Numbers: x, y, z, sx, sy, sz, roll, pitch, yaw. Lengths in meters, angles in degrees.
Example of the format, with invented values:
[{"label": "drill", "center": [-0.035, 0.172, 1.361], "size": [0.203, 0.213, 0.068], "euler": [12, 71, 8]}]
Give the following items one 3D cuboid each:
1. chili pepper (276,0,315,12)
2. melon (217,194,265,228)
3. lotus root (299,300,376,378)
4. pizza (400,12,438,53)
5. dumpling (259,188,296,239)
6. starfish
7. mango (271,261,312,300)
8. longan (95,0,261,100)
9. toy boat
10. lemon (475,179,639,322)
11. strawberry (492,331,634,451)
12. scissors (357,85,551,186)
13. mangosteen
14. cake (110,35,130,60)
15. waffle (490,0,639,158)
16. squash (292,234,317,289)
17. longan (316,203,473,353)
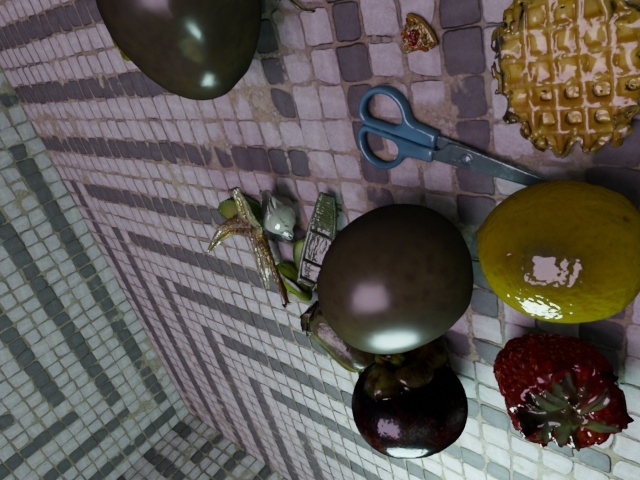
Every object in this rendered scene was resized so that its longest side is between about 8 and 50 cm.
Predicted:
[{"label": "chili pepper", "center": [-0.095, -0.559, 0.991], "size": [0.073, 0.072, 0.203], "euler": [10, 131, 52]}, {"label": "melon", "center": [-0.242, -0.091, 1.557], "size": [0.210, 0.064, 0.118], "euler": [32, 139, 20]}, {"label": "lotus root", "center": [0.076, 0.315, 1.499], "size": [0.309, 0.173, 0.173], "euler": [46, 143, 6]}, {"label": "pizza", "center": [0.177, -0.377, 0.901], "size": [0.083, 0.025, 0.078], "euler": [46, 141, 4]}, {"label": "dumpling", "center": [-0.134, -0.085, 1.420], "size": [0.127, 0.108, 0.188], "euler": [44, 163, 47]}, {"label": "starfish", "center": [-0.221, 0.020, 1.466], "size": [0.398, 0.132, 0.383], "euler": [-5, 113, 57]}, {"label": "mango", "center": [-0.089, 0.137, 1.584], "size": [0.165, 0.074, 0.091], "euler": [40, 142, 3]}, {"label": "longan", "center": [-0.294, -0.510, 1.014], "size": [0.404, 0.336, 0.404], "euler": [165, 90, -82]}, {"label": "toy boat", "center": [0.000, 0.000, 1.338], "size": [0.093, 0.055, 0.292], "euler": [25, 117, 22]}, {"label": "lemon", "center": [0.410, 0.019, 0.816], "size": [0.267, 0.267, 0.267], "euler": [27, 138, 28]}, {"label": "strawberry", "center": [0.499, 0.307, 1.024], "size": [0.261, 0.257, 0.260], "euler": [5, 118, 10]}, {"label": "scissors", "center": [0.263, -0.181, 0.977], "size": [0.447, 0.029, 0.192], "euler": [27, 138, 29]}, {"label": "mangosteen", "center": [0.241, 0.434, 1.313], "size": [0.330, 0.330, 0.330], "euler": [27, 138, 28]}, {"label": "cake", "center": [-0.478, -0.612, 1.279], "size": [0.261, 0.156, 0.179], "euler": [-27, 84, 48]}, {"label": "waffle", "center": [0.386, -0.262, 0.754], "size": [0.280, 0.060, 0.262], "euler": [42, 142, 12]}, {"label": "squash", "center": [0.003, 0.083, 1.465], "size": [0.219, 0.041, 0.219], "euler": [28, 138, 28]}, {"label": "longan", "center": [0.166, 0.084, 1.079], "size": [0.361, 0.361, 0.360], "euler": [27, 138, 28]}]
